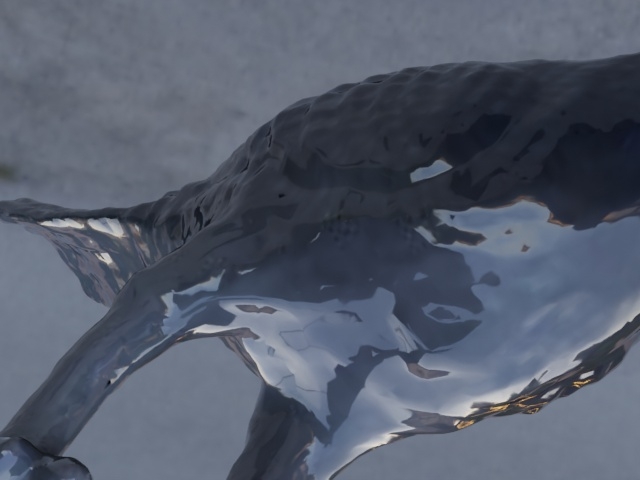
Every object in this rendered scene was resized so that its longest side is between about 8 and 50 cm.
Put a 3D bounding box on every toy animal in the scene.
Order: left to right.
[{"bbox_3d":[-0.004,0.016,0.392,0.367,0.206,0.081,-18,114,42],"label":"toy animal"}]
